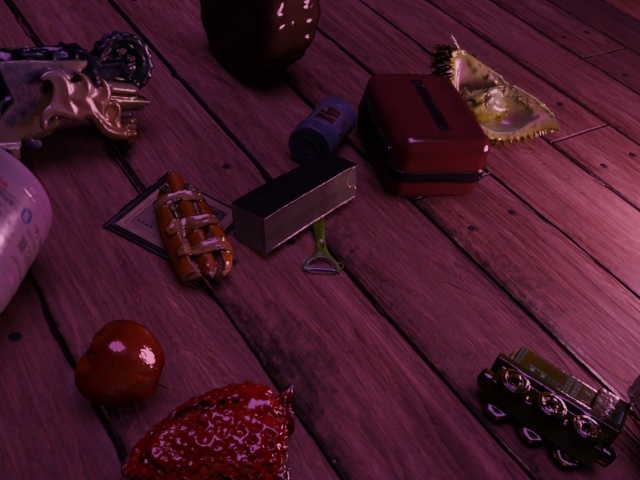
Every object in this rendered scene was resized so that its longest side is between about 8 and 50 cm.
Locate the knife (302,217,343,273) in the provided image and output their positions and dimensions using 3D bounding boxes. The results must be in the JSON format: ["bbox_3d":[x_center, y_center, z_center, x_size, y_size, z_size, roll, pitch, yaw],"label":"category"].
[{"bbox_3d":[0.001,-0.002,1.260,0.078,0.022,0.166,8,44,-13],"label":"knife"}]

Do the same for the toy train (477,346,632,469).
[{"bbox_3d":[0.361,0.255,1.034,0.226,0.090,0.137,33,39,20],"label":"toy train"}]

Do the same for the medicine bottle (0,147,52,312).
[{"bbox_3d":[-0.553,0.029,0.916,0.256,0.256,0.324,13,51,-1],"label":"medicine bottle"}]

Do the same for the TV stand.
[{"bbox_3d":[-0.044,-0.081,1.277,0.088,0.082,0.269,25,41,32],"label":"TV stand"}]

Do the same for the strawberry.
[{"bbox_3d":[-0.148,0.256,0.892,0.228,0.098,0.174,4,43,-11],"label":"strawberry"}]

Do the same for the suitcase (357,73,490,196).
[{"bbox_3d":[0.219,-0.237,1.461,0.236,0.161,0.297,-3,46,-15],"label":"suitcase"}]

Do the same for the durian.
[{"bbox_3d":[0.402,-0.357,1.608,0.356,0.169,0.157,34,44,-12],"label":"durian"}]

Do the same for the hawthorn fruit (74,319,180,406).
[{"bbox_3d":[-0.282,0.179,0.937,0.125,0.140,0.125,-18,48,21],"label":"hawthorn fruit"}]

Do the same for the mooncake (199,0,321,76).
[{"bbox_3d":[-0.146,-0.568,1.598,0.187,0.324,0.324,-23,54,-35],"label":"mooncake"}]

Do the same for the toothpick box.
[{"bbox_3d":[0.005,-0.241,1.453,0.101,0.101,0.153,23,44,10],"label":"toothpick box"}]

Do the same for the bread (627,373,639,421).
[{"bbox_3d":[0.583,0.273,0.997,0.210,0.110,0.192,18,37,-32],"label":"bread"}]

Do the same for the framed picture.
[{"bbox_3d":[-0.269,-0.040,1.239,0.195,0.010,0.199,26,44,13],"label":"framed picture"}]

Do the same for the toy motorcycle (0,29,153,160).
[{"bbox_3d":[-0.513,-0.272,1.262,0.410,0.236,0.169,-17,37,-32],"label":"toy motorcycle"}]

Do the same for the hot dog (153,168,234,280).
[{"bbox_3d":[-0.233,-0.028,1.176,0.109,0.072,0.269,-9,49,-25],"label":"hot dog"}]
